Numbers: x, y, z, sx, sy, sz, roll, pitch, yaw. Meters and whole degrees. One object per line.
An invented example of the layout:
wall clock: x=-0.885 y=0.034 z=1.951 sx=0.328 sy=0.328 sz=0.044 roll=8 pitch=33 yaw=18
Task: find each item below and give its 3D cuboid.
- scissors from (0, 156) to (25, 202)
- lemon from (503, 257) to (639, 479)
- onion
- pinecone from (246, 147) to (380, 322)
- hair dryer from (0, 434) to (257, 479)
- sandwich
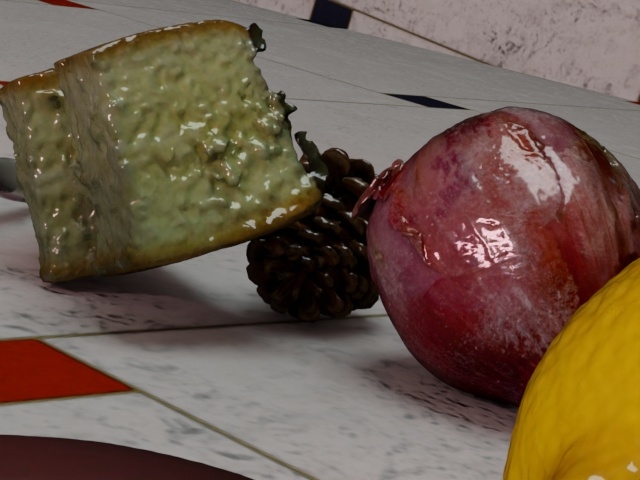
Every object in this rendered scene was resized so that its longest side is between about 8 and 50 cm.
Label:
scissors: x=-0.201 y=-0.041 z=1.169 sx=0.022 sy=0.085 sz=0.176 roll=-6 pitch=-7 yaw=13
lemon: x=0.157 y=0.083 z=0.564 sx=0.244 sy=0.186 sz=0.187 roll=6 pitch=12 yaw=-43
onion: x=0.113 y=0.028 z=0.949 sx=0.159 sy=0.159 sz=0.195 roll=3 pitch=43 yaw=-34
pinecone: x=0.004 y=-0.001 z=1.056 sx=0.102 sy=0.102 sz=0.109 roll=11 pitch=22 yaw=2
hair dryer: x=-0.147 y=0.101 z=0.486 sx=0.313 sy=0.123 sz=0.340 roll=-1 pitch=2 yaw=-7
sandwich: x=-0.113 y=-0.045 z=1.043 sx=0.128 sy=0.122 sz=0.236 roll=-17 pitch=2 yaw=-30
